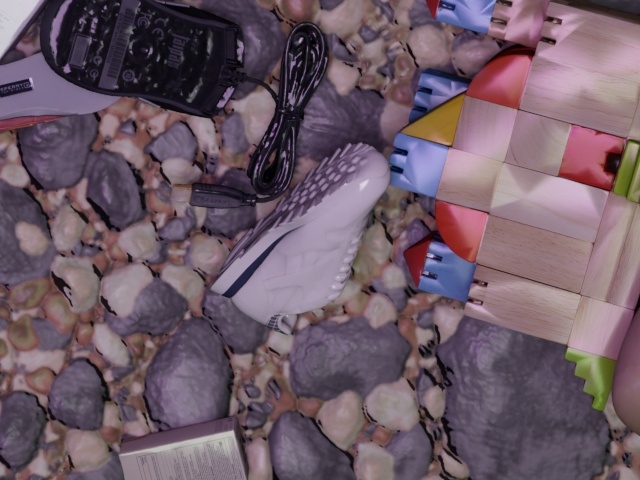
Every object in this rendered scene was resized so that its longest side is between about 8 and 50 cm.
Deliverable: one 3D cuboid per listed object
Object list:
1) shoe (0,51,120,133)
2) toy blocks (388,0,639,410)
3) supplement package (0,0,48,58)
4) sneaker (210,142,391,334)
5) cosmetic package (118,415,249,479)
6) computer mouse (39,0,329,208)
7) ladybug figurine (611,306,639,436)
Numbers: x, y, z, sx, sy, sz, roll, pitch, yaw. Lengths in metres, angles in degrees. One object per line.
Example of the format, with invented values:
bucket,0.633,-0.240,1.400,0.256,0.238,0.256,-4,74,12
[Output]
shoe,-0.268,-0.132,1.577,0.178,0.081,0.063,-13,90,-26
toy blocks,0.180,-0.073,1.549,0.261,0.191,0.381,16,104,8
supplement package,-0.265,-0.258,1.520,0.105,0.105,0.179,37,102,-8
sneaker,0.000,0.000,1.569,0.095,0.090,0.235,41,134,-9
cosmetic package,-0.130,0.212,1.674,0.115,0.041,0.060,-11,105,3
computer mouse,-0.133,-0.128,1.572,0.262,0.060,0.184,8,101,-19
ladybug figurine,0.435,0.109,1.515,0.305,0.449,0.162,-15,64,40
